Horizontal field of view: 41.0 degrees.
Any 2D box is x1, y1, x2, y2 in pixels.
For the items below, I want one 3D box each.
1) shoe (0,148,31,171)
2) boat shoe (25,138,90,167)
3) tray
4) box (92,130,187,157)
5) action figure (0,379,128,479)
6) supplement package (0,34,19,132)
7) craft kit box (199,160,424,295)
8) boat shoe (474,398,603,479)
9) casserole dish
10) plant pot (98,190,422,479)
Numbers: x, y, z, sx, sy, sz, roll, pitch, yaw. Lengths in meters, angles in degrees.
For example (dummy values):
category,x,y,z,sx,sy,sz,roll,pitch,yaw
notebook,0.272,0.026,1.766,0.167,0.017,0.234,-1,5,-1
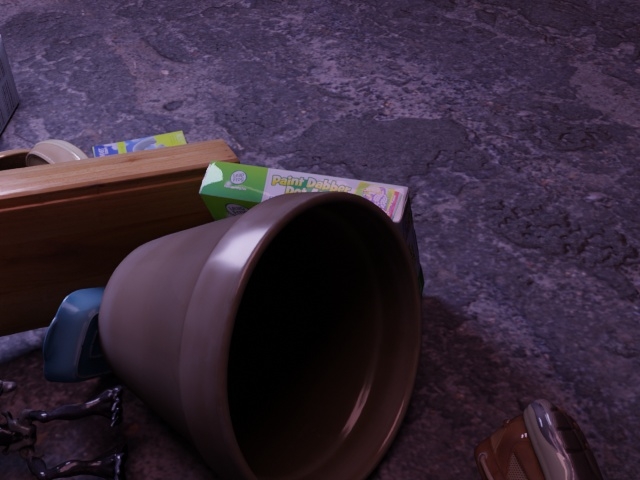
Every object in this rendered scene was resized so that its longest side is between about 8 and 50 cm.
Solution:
category,x,y,z,sx,sy,sz,roll,pitch,yaw
shoe,-0.570,-0.108,1.418,0.219,0.077,0.058,-24,46,-21
boat shoe,-0.384,-0.064,1.323,0.098,0.109,0.302,-31,51,-33
tray,-0.307,0.003,1.096,0.410,0.203,0.076,-12,37,-25
box,-0.311,-0.131,1.453,0.178,0.042,0.109,-13,38,-12
action figure,-0.351,0.213,0.915,0.275,0.164,0.141,-2,-6,-8
supplement package,-0.693,-0.267,1.576,0.194,0.149,0.203,-2,38,2
craft kit box,0.000,0.000,1.089,0.249,0.247,0.061,9,61,17
boat shoe,0.226,0.308,0.791,0.116,0.123,0.325,-31,42,21
casserole dish,-0.265,0.115,1.029,0.036,0.114,0.188,17,3,14
plant pot,-0.087,0.103,0.952,0.280,0.323,0.323,5,35,41
